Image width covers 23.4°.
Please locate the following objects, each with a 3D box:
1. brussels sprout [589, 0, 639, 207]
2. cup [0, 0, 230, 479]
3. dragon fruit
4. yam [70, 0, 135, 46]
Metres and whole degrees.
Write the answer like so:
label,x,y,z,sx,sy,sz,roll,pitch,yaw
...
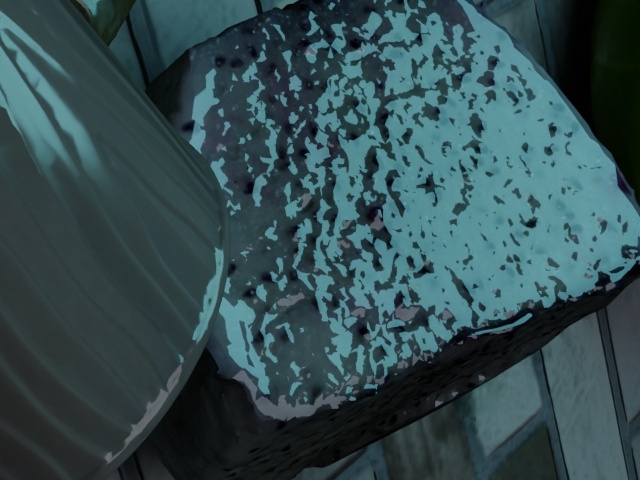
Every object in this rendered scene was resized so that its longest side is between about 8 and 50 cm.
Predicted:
label,x,y,z,sx,sy,sz,roll,pitch,yaw
brussels sprout,0.362,-0.139,1.188,0.371,0.276,0.314,-41,125,-42
cup,-0.169,-0.062,0.595,0.288,0.208,0.273,-61,138,-24
dragon fruit,0.000,0.000,0.841,0.283,0.204,0.221,-23,81,-31
yam,-0.084,-0.221,0.816,0.071,0.067,0.317,44,58,-37
